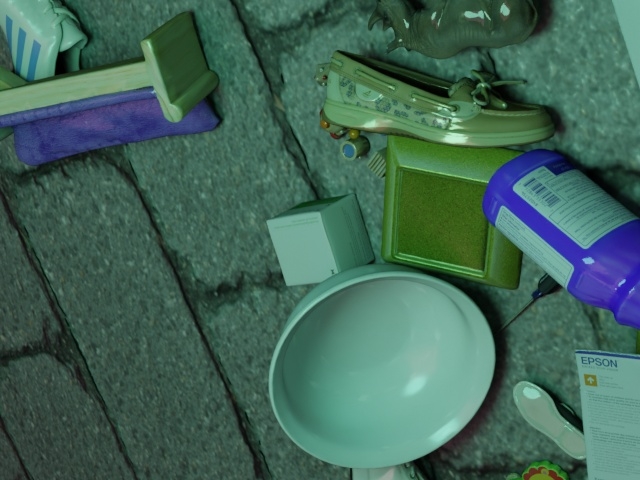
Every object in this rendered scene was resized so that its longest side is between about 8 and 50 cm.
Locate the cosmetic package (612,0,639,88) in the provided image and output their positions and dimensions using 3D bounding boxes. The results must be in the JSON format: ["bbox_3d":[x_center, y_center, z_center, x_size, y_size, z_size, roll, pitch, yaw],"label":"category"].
[{"bbox_3d":[0.466,-0.157,1.107,0.284,0.097,0.377,-12,103,39],"label":"cosmetic package"}]

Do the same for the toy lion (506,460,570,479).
[{"bbox_3d":[0.297,0.345,1.521,0.096,0.034,0.100,-18,99,34],"label":"toy lion"}]

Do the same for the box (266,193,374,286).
[{"bbox_3d":[0.000,0.000,1.548,0.101,0.087,0.102,-8,106,39],"label":"box"}]

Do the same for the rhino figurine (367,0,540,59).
[{"bbox_3d":[0.148,-0.266,1.320,0.243,0.073,0.106,-4,105,40],"label":"rhino figurine"}]

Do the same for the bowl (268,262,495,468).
[{"bbox_3d":[0.069,0.142,1.489,0.134,0.298,0.298,-112,23,-60],"label":"bowl"}]

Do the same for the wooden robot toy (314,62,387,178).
[{"bbox_3d":[0.025,-0.149,1.466,0.076,0.079,0.173,-31,90,42],"label":"wooden robot toy"}]

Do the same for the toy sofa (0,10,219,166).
[{"bbox_3d":[-0.335,-0.189,1.606,0.362,0.150,0.177,-8,112,20],"label":"toy sofa"}]

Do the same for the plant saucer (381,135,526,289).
[{"bbox_3d":[0.159,-0.031,1.416,0.188,0.045,0.188,12,118,21],"label":"plant saucer"}]

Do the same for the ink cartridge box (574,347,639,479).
[{"bbox_3d":[0.402,0.223,1.263,0.223,0.045,0.224,4,111,36],"label":"ink cartridge box"}]

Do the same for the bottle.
[{"bbox_3d":[0.310,0.012,1.259,0.283,0.118,0.092,44,142,30],"label":"bottle"}]

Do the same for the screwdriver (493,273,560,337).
[{"bbox_3d":[0.261,0.076,1.432,0.170,0.024,0.025,-48,49,48],"label":"screwdriver"}]

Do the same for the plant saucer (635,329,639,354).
[{"bbox_3d":[0.496,0.203,1.265,0.332,0.081,0.333,13,118,32],"label":"plant saucer"}]

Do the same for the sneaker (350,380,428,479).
[{"bbox_3d":[0.102,0.317,1.634,0.123,0.106,0.290,-3,103,1],"label":"sneaker"}]

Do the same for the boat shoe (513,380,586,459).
[{"bbox_3d":[0.301,0.227,1.455,0.125,0.038,0.046,41,111,14],"label":"boat shoe"}]

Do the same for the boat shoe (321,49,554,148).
[{"bbox_3d":[0.136,-0.166,1.342,0.285,0.104,0.089,9,105,19],"label":"boat shoe"}]

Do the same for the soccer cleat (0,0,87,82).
[{"bbox_3d":[-0.428,-0.343,1.719,0.143,0.116,0.331,-11,108,27],"label":"soccer cleat"}]
